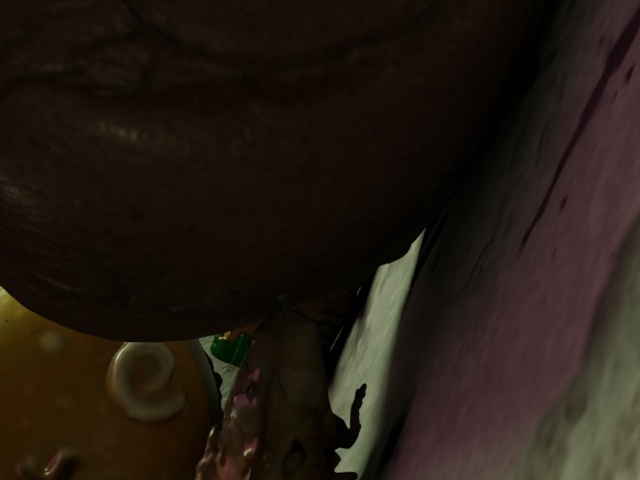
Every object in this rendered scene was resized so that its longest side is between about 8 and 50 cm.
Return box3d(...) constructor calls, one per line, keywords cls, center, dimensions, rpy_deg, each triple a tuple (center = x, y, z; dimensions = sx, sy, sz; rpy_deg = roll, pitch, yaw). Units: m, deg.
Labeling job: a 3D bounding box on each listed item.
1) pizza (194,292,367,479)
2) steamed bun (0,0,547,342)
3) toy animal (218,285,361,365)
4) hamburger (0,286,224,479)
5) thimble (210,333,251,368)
box3d(cls="pizza", center=(-0.029, 0.147, 0.444), dimensions=(0.226, 0.069, 0.147), rpy_deg=(-66, -19, -11))
box3d(cls="steamed bun", center=(-0.015, -0.074, 0.465), dimensions=(0.301, 0.199, 0.251), rpy_deg=(-47, 6, -28))
box3d(cls="toy animal", center=(0.002, 0.005, 0.715), dimensions=(0.255, 0.116, 0.114), rpy_deg=(-62, 29, 23))
box3d(cls="hamburger", center=(-0.210, 0.174, 0.835), dimensions=(0.186, 0.261, 0.302), rpy_deg=(-129, 40, -83))
box3d(cls="thimble", center=(-0.069, 0.091, 1.190), dimensions=(0.130, 0.090, 0.118), rpy_deg=(120, 172, -68))
